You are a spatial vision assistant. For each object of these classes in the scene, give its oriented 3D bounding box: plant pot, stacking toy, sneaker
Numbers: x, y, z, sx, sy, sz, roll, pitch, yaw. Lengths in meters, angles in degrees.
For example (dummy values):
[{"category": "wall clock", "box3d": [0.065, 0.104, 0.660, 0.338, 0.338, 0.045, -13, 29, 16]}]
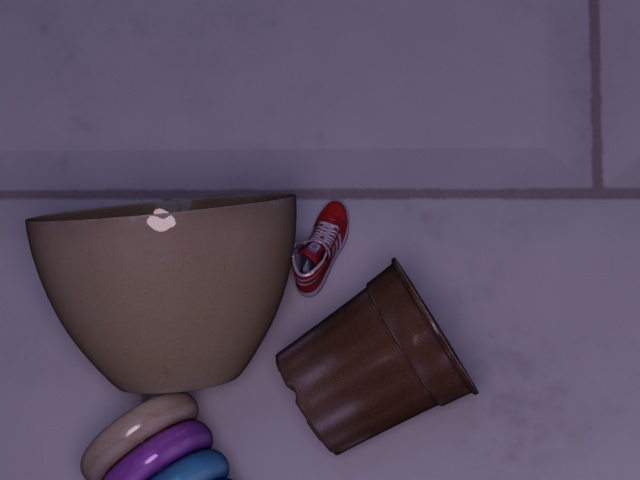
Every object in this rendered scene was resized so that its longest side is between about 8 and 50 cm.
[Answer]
[{"category": "plant pot", "box3d": [-0.160, 0.057, 1.439, 0.284, 0.284, 0.190, -4, 94, 6]}, {"category": "stacking toy", "box3d": [-0.103, 0.321, 1.389, 0.141, 0.141, 0.330, -36, 75, -7]}, {"category": "sneaker", "box3d": [0.000, 0.000, 1.524, 0.042, 0.067, 0.118, 15, 71, 13]}, {"category": "plant pot", "box3d": [0.052, 0.130, 1.422, 0.165, 0.167, 0.167, -31, 67, 3]}]
